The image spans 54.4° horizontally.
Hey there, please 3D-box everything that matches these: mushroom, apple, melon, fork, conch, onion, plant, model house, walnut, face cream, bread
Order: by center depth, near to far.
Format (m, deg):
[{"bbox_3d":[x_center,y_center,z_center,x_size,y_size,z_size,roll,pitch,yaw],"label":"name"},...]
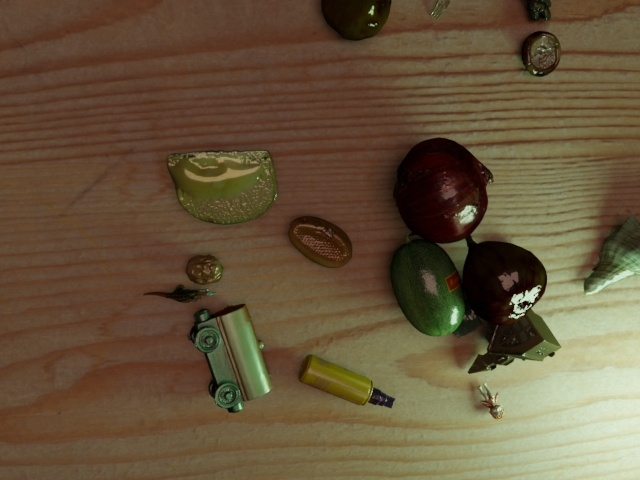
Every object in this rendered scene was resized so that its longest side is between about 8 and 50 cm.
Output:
[{"bbox_3d":[-0.244,-0.140,1.579,0.264,0.120,0.193,-4,108,-6],"label":"apple"},{"bbox_3d":[0.312,-0.131,1.591,0.276,0.276,0.276,-1,94,-9],"label":"onion"},{"bbox_3d":[-0.297,0.075,1.602,0.096,0.079,0.083,-4,56,-1],"label":"walnut"},{"bbox_3d":[0.280,0.116,1.648,0.182,0.182,0.288,-24,99,-7],"label":"melon"},{"bbox_3d":[0.000,0.000,1.648,0.189,0.077,0.114,32,108,-11],"label":"bread"},{"bbox_3d":[0.360,-0.698,1.681,0.034,0.028,0.220,28,89,-7],"label":"fork"},{"bbox_3d":[0.078,0.394,1.686,0.273,0.078,0.078,24,90,-10],"label":"face cream"},{"bbox_3d":[0.581,-0.679,1.697,0.085,0.087,0.174,-17,102,27],"label":"plant"},{"bbox_3d":[0.607,-0.516,1.723,0.123,0.052,0.123,-2,102,-11],"label":"mushroom"},{"bbox_3d":[0.500,0.287,1.732,0.248,0.180,0.176,-39,57,20],"label":"model house"},{"bbox_3d":[0.399,0.221,1.743,0.083,0.066,0.079,-33,110,12],"label":"model house"},{"bbox_3d":[0.921,0.025,1.761,0.386,0.170,0.203,-25,72,-9],"label":"conch"}]

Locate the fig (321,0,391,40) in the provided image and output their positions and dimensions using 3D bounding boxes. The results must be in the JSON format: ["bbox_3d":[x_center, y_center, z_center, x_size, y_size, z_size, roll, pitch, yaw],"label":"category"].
[{"bbox_3d":[0.124,-0.619,1.533,0.190,0.290,0.191,6,78,-30],"label":"fig"}]

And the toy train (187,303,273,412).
[{"bbox_3d":[-0.228,0.300,1.619,0.177,0.116,0.286,-20,96,-20],"label":"toy train"}]

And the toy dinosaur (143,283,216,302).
[{"bbox_3d":[-0.360,0.140,1.581,0.187,0.106,0.044,4,93,-10],"label":"toy dinosaur"}]

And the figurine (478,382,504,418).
[{"bbox_3d":[0.488,0.457,1.776,0.064,0.047,0.109,-30,89,1],"label":"figurine"}]

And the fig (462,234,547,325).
[{"bbox_3d":[0.450,0.060,1.641,0.216,0.321,0.217,-10,133,-11],"label":"fig"}]
